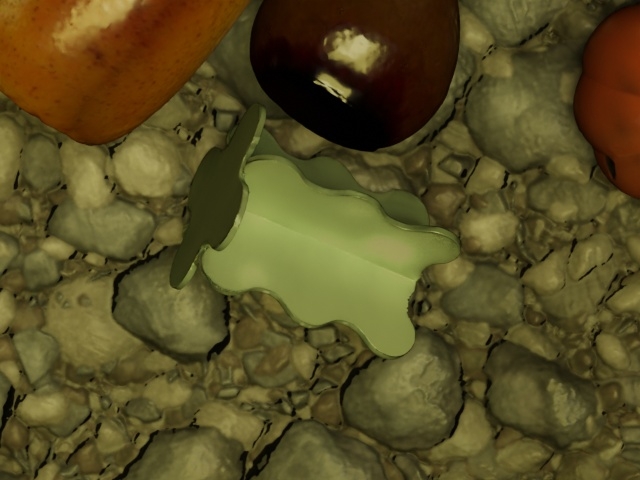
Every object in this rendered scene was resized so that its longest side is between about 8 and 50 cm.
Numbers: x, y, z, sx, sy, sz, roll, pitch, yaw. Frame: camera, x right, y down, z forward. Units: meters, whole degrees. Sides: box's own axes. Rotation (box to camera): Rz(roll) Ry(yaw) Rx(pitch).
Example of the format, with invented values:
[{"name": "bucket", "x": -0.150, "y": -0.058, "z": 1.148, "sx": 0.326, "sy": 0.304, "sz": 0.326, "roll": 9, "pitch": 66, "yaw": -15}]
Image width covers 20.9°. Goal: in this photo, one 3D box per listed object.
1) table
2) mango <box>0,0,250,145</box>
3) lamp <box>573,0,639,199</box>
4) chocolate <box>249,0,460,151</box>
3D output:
[{"name": "table", "x": 0.000, "y": 0.000, "z": 1.430, "sx": 0.198, "sy": 0.166, "sz": 0.166, "roll": 23, "pitch": 100, "yaw": -19}, {"name": "mango", "x": -0.122, "y": -0.227, "z": 1.350, "sx": 0.350, "sy": 0.199, "sz": 0.201, "roll": -46, "pitch": 135, "yaw": -6}, {"name": "lamp", "x": 0.304, "y": -0.115, "z": 1.425, "sx": 0.187, "sy": 0.164, "sz": 0.188, "roll": -2, "pitch": 106, "yaw": -6}, {"name": "chocolate", "x": 0.034, "y": -0.165, "z": 1.397, "sx": 0.176, "sy": 0.177, "sz": 0.177, "roll": -1, "pitch": 104, "yaw": -6}]
